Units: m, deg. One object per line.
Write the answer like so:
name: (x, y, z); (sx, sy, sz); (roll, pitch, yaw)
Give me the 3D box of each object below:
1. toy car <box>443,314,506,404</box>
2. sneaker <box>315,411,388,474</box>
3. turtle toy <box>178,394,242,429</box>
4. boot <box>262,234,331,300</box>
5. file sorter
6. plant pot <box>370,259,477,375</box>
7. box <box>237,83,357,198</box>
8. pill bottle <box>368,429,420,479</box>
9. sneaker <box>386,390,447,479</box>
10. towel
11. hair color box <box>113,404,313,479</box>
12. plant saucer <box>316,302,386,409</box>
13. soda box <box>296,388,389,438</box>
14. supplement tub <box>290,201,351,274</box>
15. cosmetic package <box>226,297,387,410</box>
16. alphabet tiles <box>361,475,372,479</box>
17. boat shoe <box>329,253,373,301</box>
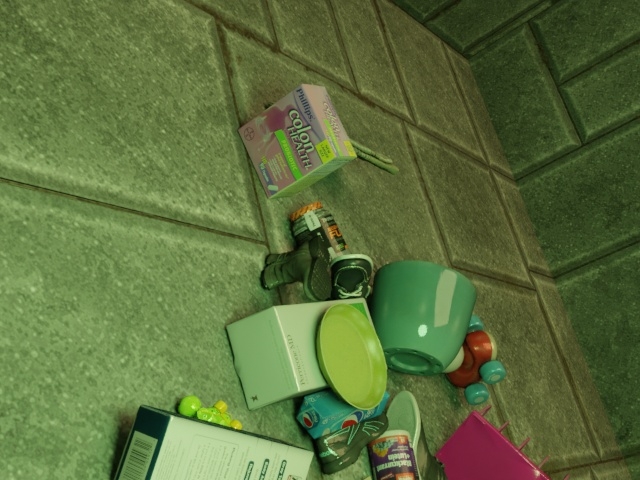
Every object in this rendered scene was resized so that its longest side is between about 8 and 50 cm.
toy car: (0.393, 0.358, 2.218); (0.238, 0.210, 0.219); (5, 42, -21)
sneaker: (0.075, 0.441, 1.718); (0.106, 0.101, 0.267); (60, 31, 4)
turtle toy: (-0.218, 0.349, 1.394); (0.095, 0.066, 0.130); (-42, 103, -32)
boot: (-0.062, 0.088, 1.733); (0.083, 0.161, 0.246); (61, 14, -25)
file sorter: (0.491, 0.617, 1.986); (0.291, 0.202, 0.182); (42, 20, 23)
plant pot: (0.265, 0.229, 2.008); (0.293, 0.293, 0.235); (38, 53, -32)
box: (-0.064, -0.259, 1.948); (0.117, 0.243, 0.213); (-11, 75, -58)
pill bottle: (0.182, 0.564, 1.761); (0.108, 0.108, 0.193); (25, 45, -45)
sneaker: (0.249, 0.544, 1.892); (0.147, 0.105, 0.295); (27, 50, -45)
towel: (0.046, -0.309, 2.164); (0.312, 0.056, 0.324); (31, 6, 40)
hair color box: (-0.183, 0.418, 1.298); (0.347, 0.105, 0.173); (29, 72, -41)
plant saucer: (0.063, 0.258, 1.618); (0.241, 0.037, 0.240); (33, 44, -40)
soda box: (0.053, 0.376, 1.658); (0.210, 0.067, 0.071); (-8, 38, -40)
supplement tub: (0.000, 0.000, 1.951); (0.117, 0.117, 0.190); (-20, 82, -59)
cosmetic package: (-0.023, 0.250, 1.678); (0.366, 0.155, 0.196); (0, 68, -57)
alphabet tiles: (0.104, 0.670, 1.624); (0.198, 0.009, 0.237); (-10, 75, -56)
boat shoe: (0.077, 0.118, 1.856); (0.302, 0.115, 0.091); (81, 7, -68)
